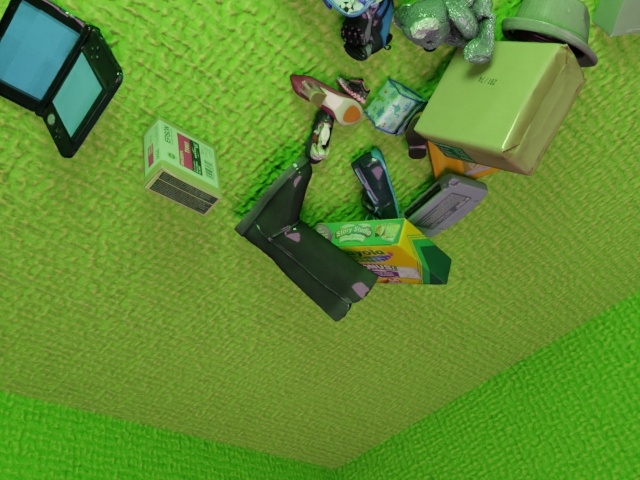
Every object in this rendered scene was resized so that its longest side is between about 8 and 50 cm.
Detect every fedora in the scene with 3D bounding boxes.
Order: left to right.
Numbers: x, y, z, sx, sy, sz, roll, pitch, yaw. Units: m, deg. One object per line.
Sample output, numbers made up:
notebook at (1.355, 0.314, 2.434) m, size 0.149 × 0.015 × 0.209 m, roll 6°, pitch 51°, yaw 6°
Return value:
fedora at (0.615, -0.565, 1.566) m, size 0.275 × 0.244 × 0.124 m, roll 17°, pitch 100°, yaw -20°

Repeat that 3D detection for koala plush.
koala plush at (0.301, -0.552, 1.489) m, size 0.221 × 0.196 × 0.203 m, roll -9°, pitch 126°, yaw -7°

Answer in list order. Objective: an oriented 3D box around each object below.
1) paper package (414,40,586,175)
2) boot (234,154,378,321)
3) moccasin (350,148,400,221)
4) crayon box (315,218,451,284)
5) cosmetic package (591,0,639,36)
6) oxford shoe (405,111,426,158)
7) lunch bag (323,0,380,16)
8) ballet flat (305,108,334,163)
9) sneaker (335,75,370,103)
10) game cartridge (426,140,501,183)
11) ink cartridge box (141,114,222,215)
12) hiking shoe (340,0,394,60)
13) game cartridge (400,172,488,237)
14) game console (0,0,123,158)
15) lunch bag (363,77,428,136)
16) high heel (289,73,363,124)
paper package at (0.462, -0.354, 1.569) m, size 0.168 × 0.324 × 0.310 m, roll 30°, pitch 89°, yaw -39°
boot at (-0.001, 0.001, 1.837) m, size 0.445 × 0.146 × 0.367 m, roll 43°, pitch 129°, yaw -2°
moccasin at (0.182, -0.146, 1.938) m, size 0.116 × 0.138 × 0.342 m, roll -17°, pitch 124°, yaw 8°
crayon box at (0.203, 0.045, 2.007) m, size 0.362 × 0.106 × 0.313 m, roll -2°, pitch 154°, yaw 42°
cosmetic package at (0.828, -0.671, 1.570) m, size 0.127 × 0.107 × 0.238 m, roll -12°, pitch 135°, yaw -9°
oxford shoe at (0.288, -0.325, 1.769) m, size 0.076 × 0.076 × 0.212 m, roll 2°, pitch 158°, yaw 4°
lunch bag at (0.039, -0.637, 1.277) m, size 0.303 × 0.115 × 0.243 m, roll 39°, pitch 117°, yaw -8°
ballet flat at (-0.002, -0.290, 1.751) m, size 0.074 × 0.074 × 0.203 m, roll 0°, pitch 136°, yaw -17°
sneaker at (0.092, -0.430, 1.657) m, size 0.119 × 0.047 × 0.057 m, roll 28°, pitch 102°, yaw -39°
game cartridge at (0.504, -0.308, 1.897) m, size 0.323 × 0.053 × 0.285 m, roll -21°, pitch 138°, yaw 5°
ink cartridge box at (-0.374, -0.202, 1.610) m, size 0.193 × 0.235 × 0.088 m, roll 27°, pitch 123°, yaw -38°
hiking shoe at (0.114, -0.600, 1.452) m, size 0.132 × 0.113 × 0.304 m, roll -31°, pitch 139°, yaw -29°
game cartridge at (0.414, -0.114, 2.035) m, size 0.198 × 0.062 × 0.297 m, roll 6°, pitch 145°, yaw -36°
game console at (-0.639, -0.379, 1.397) m, size 0.293 × 0.250 × 0.173 m, roll -44°, pitch 157°, yaw 28°
lunch bag at (0.225, -0.373, 1.719) m, size 0.151 × 0.096 × 0.129 m, roll 10°, pitch 131°, yaw -44°
high heel at (0.019, -0.395, 1.663) m, size 0.244 × 0.117 × 0.082 m, roll 4°, pitch 128°, yaw -47°
